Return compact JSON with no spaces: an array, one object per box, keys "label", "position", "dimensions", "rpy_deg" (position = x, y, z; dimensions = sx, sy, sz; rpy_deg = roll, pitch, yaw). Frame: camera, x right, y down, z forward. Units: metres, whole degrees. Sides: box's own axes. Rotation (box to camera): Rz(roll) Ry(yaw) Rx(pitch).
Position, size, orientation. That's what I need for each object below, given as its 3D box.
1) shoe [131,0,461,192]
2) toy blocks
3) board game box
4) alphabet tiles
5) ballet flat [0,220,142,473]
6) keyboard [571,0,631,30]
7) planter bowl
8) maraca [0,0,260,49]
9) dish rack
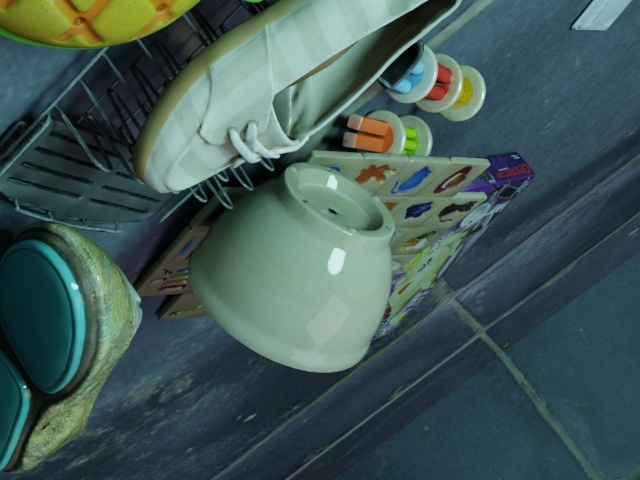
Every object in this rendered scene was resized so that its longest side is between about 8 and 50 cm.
[{"label":"shoe","position":[-0.017,-0.092,0.518],"dimensions":[0.219,0.058,0.076],"rpy_deg":[-39,159,12]},{"label":"toy blocks","position":[0.066,-0.116,0.802],"dimensions":[0.123,0.054,0.148],"rpy_deg":[-44,156,24]},{"label":"board game box","position":[0.106,0.028,1.177],"dimensions":[0.208,0.056,0.347],"rpy_deg":[-8,146,-43]},{"label":"alphabet tiles","position":[0.000,0.000,0.906],"dimensions":[0.343,0.011,0.285],"rpy_deg":[-2,149,-42]},{"label":"ballet flat","position":[-0.203,0.080,0.731],"dimensions":[0.123,0.123,0.348],"rpy_deg":[-18,157,-38]},{"label":"keyboard","position":[0.344,-0.304,0.891],"dimensions":[0.072,0.014,0.256],"rpy_deg":[-19,154,-47]},{"label":"planter bowl","position":[-0.008,0.009,0.720],"dimensions":[0.162,0.162,0.109],"rpy_deg":[-8,136,-51]},{"label":"maraca","position":[-0.086,-0.151,0.424],"dimensions":[0.186,0.099,0.127],"rpy_deg":[-17,138,-24]},{"label":"dish rack","position":[-0.077,-0.089,0.617],"dimensions":[0.271,0.074,0.208],"rpy_deg":[-41,157,14]}]
